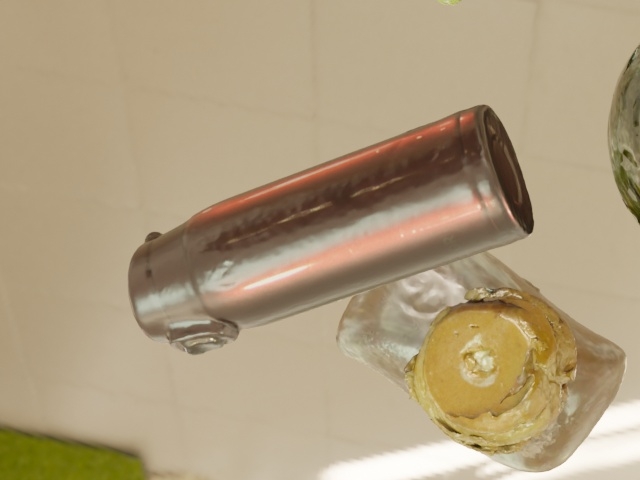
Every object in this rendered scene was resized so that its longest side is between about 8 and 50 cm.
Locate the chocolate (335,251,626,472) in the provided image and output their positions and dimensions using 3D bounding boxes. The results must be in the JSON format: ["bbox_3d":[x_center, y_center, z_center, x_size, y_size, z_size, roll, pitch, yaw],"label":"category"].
[{"bbox_3d":[0.141,0.099,1.487,0.254,0.157,0.080,36,-176,10],"label":"chocolate"}]

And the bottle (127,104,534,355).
[{"bbox_3d":[0.000,0.000,0.659,0.164,0.060,0.060,-19,133,18],"label":"bottle"}]

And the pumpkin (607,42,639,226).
[{"bbox_3d":[0.322,-0.026,0.995,0.320,0.192,0.320,40,179,1],"label":"pumpkin"}]

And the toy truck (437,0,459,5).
[{"bbox_3d":[0.084,-0.278,1.306,0.116,0.085,0.191,-23,118,15],"label":"toy truck"}]

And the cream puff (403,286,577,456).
[{"bbox_3d":[0.133,0.100,1.230,0.133,0.119,0.104,-41,152,30],"label":"cream puff"}]
